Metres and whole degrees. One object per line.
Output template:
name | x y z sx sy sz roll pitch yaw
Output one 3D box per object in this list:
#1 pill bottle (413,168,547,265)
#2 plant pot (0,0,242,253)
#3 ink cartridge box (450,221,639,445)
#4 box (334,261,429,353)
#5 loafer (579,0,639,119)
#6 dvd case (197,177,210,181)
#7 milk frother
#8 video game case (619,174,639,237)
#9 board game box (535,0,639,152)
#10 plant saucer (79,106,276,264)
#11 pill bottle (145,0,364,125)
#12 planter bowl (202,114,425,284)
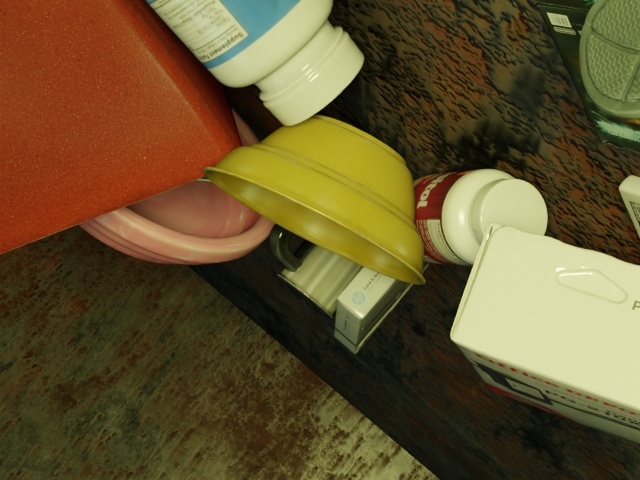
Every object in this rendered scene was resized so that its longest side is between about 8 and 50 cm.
pill bottle | 0.133 -0.020 0.935 0.086 0.086 0.152 46 165 -15
plant pot | -0.252 -0.190 0.964 0.235 0.268 0.267 67 -177 -49
ink cartridge box | 0.214 0.086 0.840 0.172 0.100 0.237 18 169 22
box | 0.074 0.046 1.180 0.038 0.145 0.186 39 167 10
loafer | 0.229 -0.101 0.431 0.084 0.096 0.268 1 178 -32
dvd case | -0.058 -0.077 1.119 0.239 0.029 0.179 3 -171 -31
milk frother | 0.000 0.000 1.258 0.129 0.134 0.143 40 174 -9
video game case | 0.298 0.026 0.759 0.143 0.019 0.157 26 158 49
board game box | 0.220 -0.087 0.607 0.186 0.026 0.126 26 160 48
plant saucer | -0.203 -0.094 1.228 0.332 0.084 0.332 29 -147 -22
pill bottle | -0.067 -0.204 0.852 0.221 0.124 0.124 47 166 -21
planter bowl | 0.014 -0.049 0.923 0.217 0.090 0.217 27 174 3
